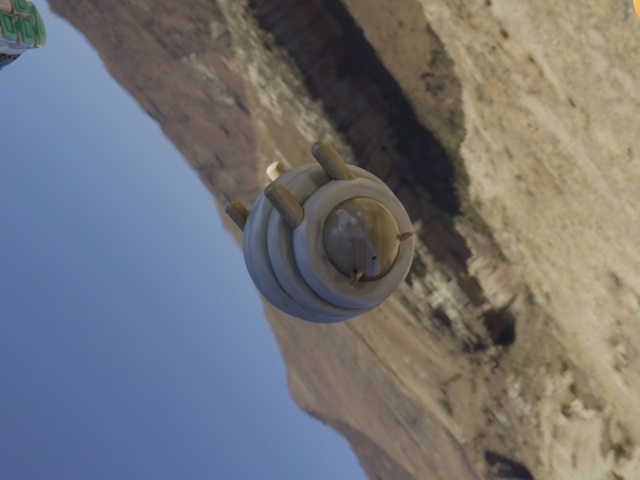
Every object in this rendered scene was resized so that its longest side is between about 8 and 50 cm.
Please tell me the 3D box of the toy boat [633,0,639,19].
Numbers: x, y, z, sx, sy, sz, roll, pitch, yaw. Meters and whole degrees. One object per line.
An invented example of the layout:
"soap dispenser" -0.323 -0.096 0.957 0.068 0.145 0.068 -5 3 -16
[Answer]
"toy boat" 0.287 -0.240 0.749 0.151 0.231 0.151 -52 -33 -77

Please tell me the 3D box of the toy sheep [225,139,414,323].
"toy sheep" 0.000 0.000 0.487 0.091 0.091 0.132 50 162 -11

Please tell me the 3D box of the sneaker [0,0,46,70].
"sneaker" -0.252 -0.130 0.576 0.166 0.076 0.065 11 -129 -52
